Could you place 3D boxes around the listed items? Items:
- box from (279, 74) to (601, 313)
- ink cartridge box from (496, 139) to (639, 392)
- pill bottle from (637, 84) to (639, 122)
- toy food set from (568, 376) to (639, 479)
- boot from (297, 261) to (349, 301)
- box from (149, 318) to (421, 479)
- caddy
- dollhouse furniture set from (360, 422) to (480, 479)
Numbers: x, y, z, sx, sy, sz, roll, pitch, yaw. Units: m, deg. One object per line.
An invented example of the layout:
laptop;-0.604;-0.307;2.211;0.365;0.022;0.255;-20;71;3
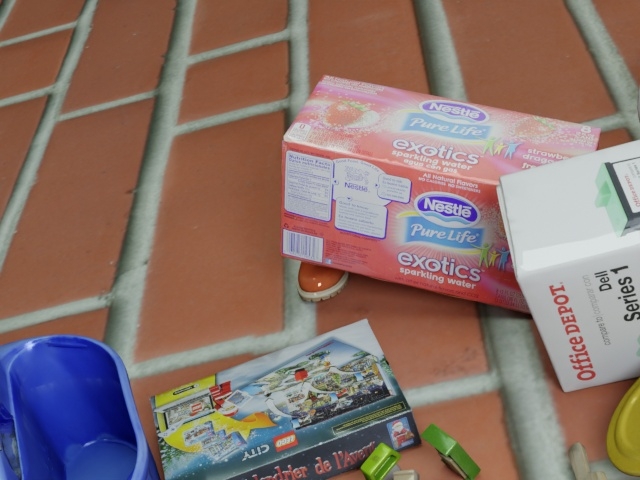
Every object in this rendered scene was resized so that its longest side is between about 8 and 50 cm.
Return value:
box;0.119;-0.050;1.241;0.299;0.154;0.142;12;40;13
ink cartridge box;0.313;0.011;1.045;0.278;0.201;0.117;-14;49;15
pill bottle;0.472;-0.111;1.221;0.169;0.169;0.301;-24;33;-11
toy food set;0.304;0.149;0.977;0.218;0.071;0.128;-46;15;8
boot;0.000;0.000;1.362;0.059;0.085;0.158;-6;35;15
box;-0.039;0.170;1.153;0.233;0.044;0.159;-20;32;-3
caddy;-0.264;0.214;1.070;0.241;0.179;0.341;-23;32;-7
dollhouse furniture set;0.064;0.229;1.035;0.152;0.058;0.076;-48;47;-10
